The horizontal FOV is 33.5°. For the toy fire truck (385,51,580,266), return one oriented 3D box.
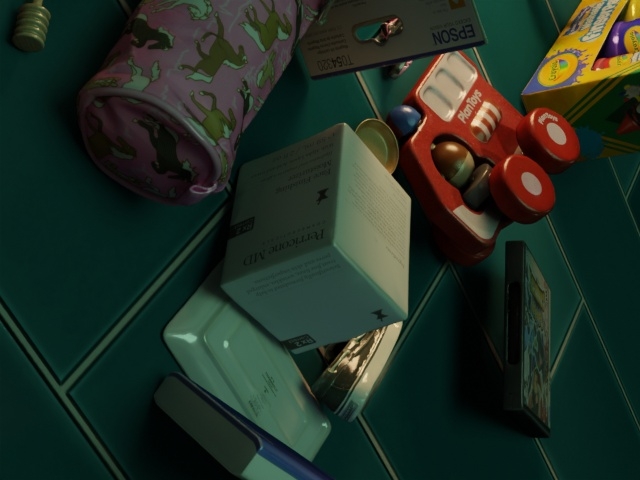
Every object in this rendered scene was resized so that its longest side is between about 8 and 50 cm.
[{"bbox_3d":[0.213,-0.127,1.545,0.254,0.169,0.302,42,47,-6],"label":"toy fire truck"}]

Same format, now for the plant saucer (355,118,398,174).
[{"bbox_3d":[0.071,-0.123,1.440,0.083,0.015,0.083,6,80,-39],"label":"plant saucer"}]

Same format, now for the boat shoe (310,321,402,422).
[{"bbox_3d":[0.045,0.136,1.305,0.070,0.077,0.219,33,26,2],"label":"boat shoe"}]

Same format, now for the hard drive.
[{"bbox_3d":[-0.007,0.255,1.080,0.319,0.210,0.040,40,81,-31],"label":"hard drive"}]

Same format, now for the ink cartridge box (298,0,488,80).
[{"bbox_3d":[0.044,-0.365,1.215,0.071,0.324,0.330,-33,109,-31],"label":"ink cartridge box"}]

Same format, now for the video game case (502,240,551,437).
[{"bbox_3d":[0.319,0.159,1.627,0.275,0.035,0.248,44,48,-63],"label":"video game case"}]

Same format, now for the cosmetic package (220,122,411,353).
[{"bbox_3d":[0.000,0.000,1.192,0.151,0.151,0.183,46,35,-37],"label":"cosmetic package"}]

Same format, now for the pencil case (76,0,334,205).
[{"bbox_3d":[-0.108,-0.209,1.123,0.160,0.167,0.386,87,23,-48],"label":"pencil case"}]

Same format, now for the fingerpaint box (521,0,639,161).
[{"bbox_3d":[0.616,-0.337,1.917,0.445,0.371,0.163,-52,124,-44],"label":"fingerpaint box"}]

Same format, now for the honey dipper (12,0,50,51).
[{"bbox_3d":[-0.267,-0.256,1.029,0.030,0.030,0.160,32,54,-45],"label":"honey dipper"}]

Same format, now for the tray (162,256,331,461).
[{"bbox_3d":[-0.067,0.162,1.195,0.270,0.030,0.145,61,42,-24],"label":"tray"}]

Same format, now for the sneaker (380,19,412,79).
[{"bbox_3d":[0.106,-0.285,1.520,0.057,0.047,0.119,25,60,-23],"label":"sneaker"}]
